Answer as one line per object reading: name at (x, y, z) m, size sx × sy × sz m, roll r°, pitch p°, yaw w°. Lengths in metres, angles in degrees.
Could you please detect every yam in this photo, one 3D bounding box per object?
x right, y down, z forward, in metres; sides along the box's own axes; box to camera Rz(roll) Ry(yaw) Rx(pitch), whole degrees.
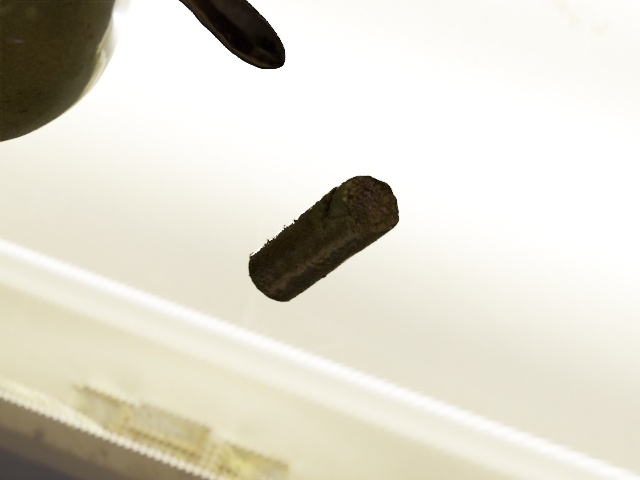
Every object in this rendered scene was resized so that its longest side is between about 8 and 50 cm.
yam at (0.000, 0.000, 1.368) m, size 0.054 × 0.132 × 0.054 m, roll 25°, pitch -132°, yaw -30°

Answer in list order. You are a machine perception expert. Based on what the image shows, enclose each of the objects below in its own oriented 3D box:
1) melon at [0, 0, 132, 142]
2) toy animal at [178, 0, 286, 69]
melon at (-0.284, -0.208, 1.233) m, size 0.268 × 0.330 × 0.268 m, roll -29°, pitch -129°, yaw 42°
toy animal at (-0.160, -0.192, 0.761) m, size 0.324 × 0.195 × 0.090 m, roll 32°, pitch -93°, yaw 35°
